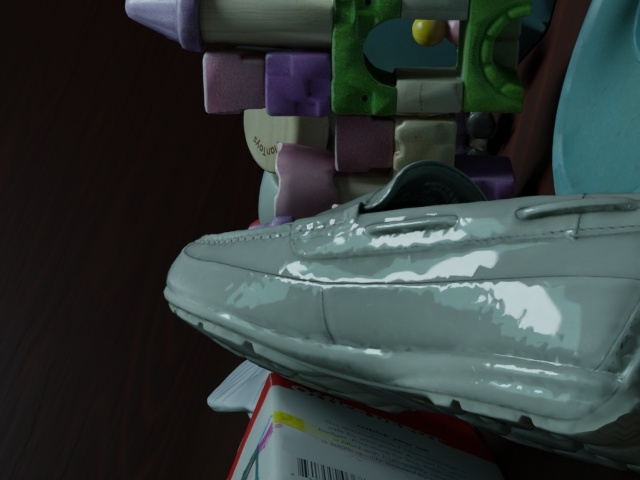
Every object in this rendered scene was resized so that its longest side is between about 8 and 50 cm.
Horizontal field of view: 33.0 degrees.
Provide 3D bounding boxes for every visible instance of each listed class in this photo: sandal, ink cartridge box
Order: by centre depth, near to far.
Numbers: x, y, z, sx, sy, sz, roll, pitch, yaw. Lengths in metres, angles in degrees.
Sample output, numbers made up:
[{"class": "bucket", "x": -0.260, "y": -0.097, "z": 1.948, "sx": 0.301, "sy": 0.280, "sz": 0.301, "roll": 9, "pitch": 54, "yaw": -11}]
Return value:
[{"class": "ink cartridge box", "x": 0.024, "y": 0.140, "z": 0.537, "sx": 0.231, "sy": 0.134, "sz": 0.078, "roll": -104, "pitch": 36, "yaw": -78}, {"class": "sandal", "x": -0.030, "y": 0.156, "z": 1.079, "sx": 0.102, "sy": 0.076, "sz": 0.265, "roll": -46, "pitch": 11, "yaw": -22}]

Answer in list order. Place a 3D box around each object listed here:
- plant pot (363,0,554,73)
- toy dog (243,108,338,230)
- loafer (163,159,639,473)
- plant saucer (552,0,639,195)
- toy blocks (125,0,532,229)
[{"class": "plant pot", "x": 0.072, "y": -0.249, "z": 0.933, "sx": 0.165, "sy": 0.234, "sz": 0.165, "roll": 128, "pitch": 162, "yaw": -65}, {"class": "toy dog", "x": 0.000, "y": 0.000, "z": 0.982, "sx": 0.333, "sy": 0.220, "sz": 0.161, "roll": 95, "pitch": 151, "yaw": -53}, {"class": "loafer", "x": 0.043, "y": 0.021, "z": 0.495, "sx": 0.319, "sy": 0.112, "sz": 0.111, "roll": 6, "pitch": 72, "yaw": 47}, {"class": "plant saucer", "x": 0.187, "y": -0.120, "z": 0.497, "sx": 0.317, "sy": 0.044, "sz": 0.317, "roll": -158, "pitch": 90, "yaw": -83}, {"class": "toy blocks", "x": 0.002, "y": -0.133, "z": 0.705, "sx": 0.309, "sy": 0.260, "sz": 0.288, "roll": -83, "pitch": -6, "yaw": -66}]
